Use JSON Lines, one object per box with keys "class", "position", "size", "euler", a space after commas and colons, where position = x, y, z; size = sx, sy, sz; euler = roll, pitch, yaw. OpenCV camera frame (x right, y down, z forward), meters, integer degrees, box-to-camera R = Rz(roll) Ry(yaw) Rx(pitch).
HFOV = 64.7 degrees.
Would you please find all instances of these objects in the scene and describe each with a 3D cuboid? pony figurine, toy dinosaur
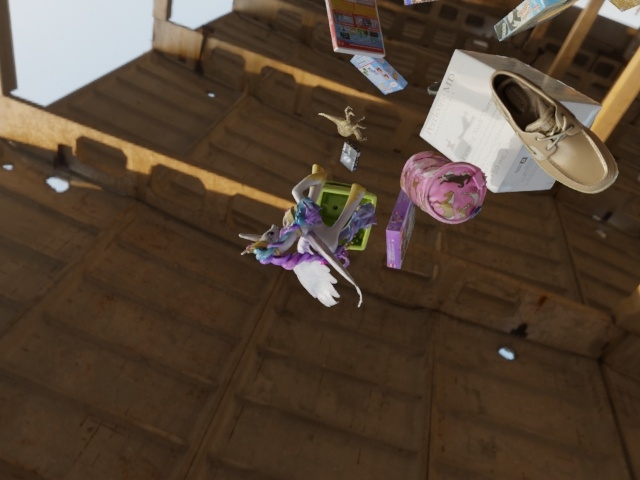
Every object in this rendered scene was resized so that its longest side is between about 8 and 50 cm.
{"class": "pony figurine", "position": [0.000, 0.000, 1.400], "size": [0.351, 0.303, 0.363], "euler": [43, -114, -6]}
{"class": "toy dinosaur", "position": [0.084, -0.392, 1.670], "size": [0.183, 0.093, 0.053], "euler": [31, -147, -6]}

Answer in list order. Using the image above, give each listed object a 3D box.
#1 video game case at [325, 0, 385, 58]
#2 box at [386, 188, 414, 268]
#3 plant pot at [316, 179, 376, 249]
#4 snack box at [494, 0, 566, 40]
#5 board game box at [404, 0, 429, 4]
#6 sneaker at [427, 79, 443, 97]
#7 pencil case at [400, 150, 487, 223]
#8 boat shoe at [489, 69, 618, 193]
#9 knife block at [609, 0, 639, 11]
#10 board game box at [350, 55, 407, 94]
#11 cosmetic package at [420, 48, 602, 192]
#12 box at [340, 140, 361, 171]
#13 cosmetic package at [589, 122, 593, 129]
{"class": "video game case", "position": [0.108, -0.747, 1.653], "size": [0.204, 0.025, 0.285], "euler": [-6, -96, -35]}
{"class": "box", "position": [0.327, -0.060, 2.030], "size": [0.057, 0.201, 0.293], "euler": [9, -135, 18]}
{"class": "plant pot", "position": [0.075, -0.113, 1.982], "size": [0.228, 0.227, 0.207], "euler": [9, -160, -9]}
{"class": "snack box", "position": [0.684, -0.716, 1.545], "size": [0.187, 0.060, 0.322], "euler": [-23, -174, 0]}
{"class": "board game box", "position": [0.463, -1.039, 1.900], "size": [0.290, 0.141, 0.232], "euler": [1, -121, 22]}
{"class": "sneaker", "position": [0.499, -0.552, 1.981], "size": [0.087, 0.130, 0.227], "euler": [-33, -148, 1]}
{"class": "pencil case", "position": [0.329, -0.160, 1.403], "size": [0.167, 0.160, 0.386], "euler": [19, -167, -6]}
{"class": "boat shoe", "position": [0.486, -0.235, 1.088], "size": [0.341, 0.122, 0.110], "euler": [51, -155, 20]}
{"class": "knife block", "position": [1.162, -0.946, 1.739], "size": [0.088, 0.242, 0.276], "euler": [34, -176, -10]}
{"class": "board game box", "position": [0.242, -0.701, 2.099], "size": [0.211, 0.039, 0.160], "euler": [38, 172, -21]}
{"class": "cosmetic package", "position": [0.625, -0.403, 1.708], "size": [0.327, 0.330, 0.394], "euler": [-7, -139, -34]}
{"class": "box", "position": [0.101, -0.285, 1.708], "size": [0.018, 0.083, 0.067], "euler": [-25, -123, -32]}
{"class": "cosmetic package", "position": [0.903, -0.475, 2.073], "size": [0.365, 0.197, 0.155], "euler": [24, -116, 22]}
